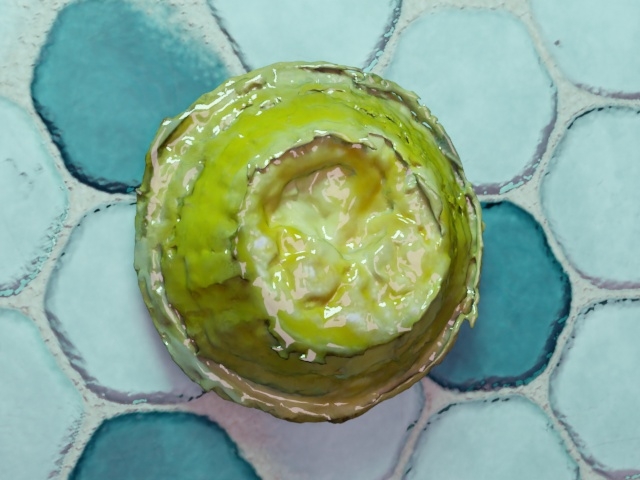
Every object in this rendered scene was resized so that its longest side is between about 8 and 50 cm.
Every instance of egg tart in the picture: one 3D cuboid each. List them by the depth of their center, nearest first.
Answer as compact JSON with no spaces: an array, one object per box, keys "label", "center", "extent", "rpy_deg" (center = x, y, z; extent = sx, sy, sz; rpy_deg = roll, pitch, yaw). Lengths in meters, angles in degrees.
[{"label":"egg tart","center":[0.000,0.000,0.943],"extent":[0.315,0.120,0.314],"rpy_deg":[0,89,-14]}]
